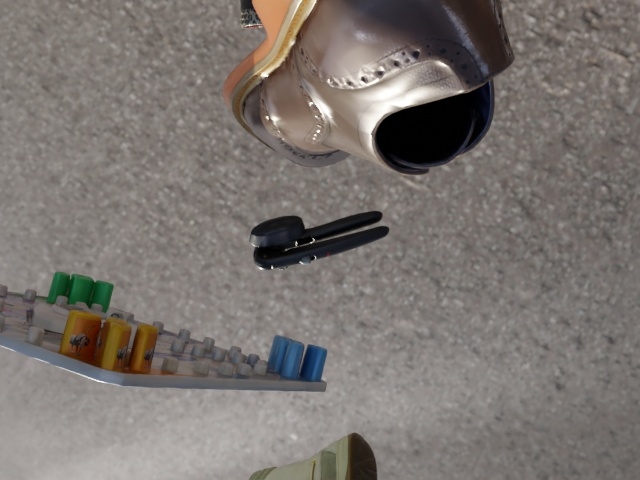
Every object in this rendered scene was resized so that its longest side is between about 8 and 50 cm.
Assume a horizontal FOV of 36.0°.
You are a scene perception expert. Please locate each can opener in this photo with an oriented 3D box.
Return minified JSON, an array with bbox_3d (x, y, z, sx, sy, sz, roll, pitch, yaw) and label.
[{"bbox_3d":[0.000,0.000,1.283,0.186,0.059,0.073,-8,157,-12],"label":"can opener"}]

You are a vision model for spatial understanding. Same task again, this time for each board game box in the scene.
[{"bbox_3d":[-0.236,0.078,1.024,0.390,0.050,0.390,14,178,28],"label":"board game box"}]

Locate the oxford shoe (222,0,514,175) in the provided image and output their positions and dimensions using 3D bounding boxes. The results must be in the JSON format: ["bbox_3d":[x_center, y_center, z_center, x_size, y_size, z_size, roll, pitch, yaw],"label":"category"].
[{"bbox_3d":[0.025,-0.087,0.619,0.132,0.130,0.363,56,172,5],"label":"oxford shoe"}]

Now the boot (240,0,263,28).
[{"bbox_3d":[-0.074,-0.535,2.023,0.237,0.178,0.085,-3,-174,25],"label":"boot"}]

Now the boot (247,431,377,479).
[{"bbox_3d":[-0.023,0.322,1.074,0.165,0.213,0.077,-24,124,26],"label":"boot"}]
